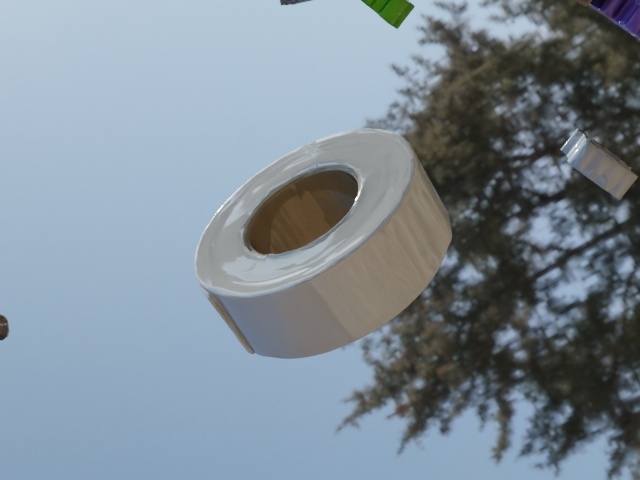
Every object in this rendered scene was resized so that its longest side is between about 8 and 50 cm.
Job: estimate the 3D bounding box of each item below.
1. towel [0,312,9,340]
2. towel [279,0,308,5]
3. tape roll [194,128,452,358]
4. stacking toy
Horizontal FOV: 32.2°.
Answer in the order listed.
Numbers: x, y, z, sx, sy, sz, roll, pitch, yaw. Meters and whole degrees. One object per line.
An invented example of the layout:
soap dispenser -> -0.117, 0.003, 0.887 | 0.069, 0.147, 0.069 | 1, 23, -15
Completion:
towel -> -0.452, 0.046, 1.028 | 0.284, 0.121, 0.235 | 31, 177, 26
towel -> 0.028, -0.460, 1.436 | 0.040, 0.370, 0.271 | -11, -83, -29
tape roll -> 0.000, 0.000, 1.257 | 0.100, 0.286, 0.286 | 57, -155, -31
stacking toy -> 0.139, -0.150, 0.614 | 0.221, 0.167, 0.052 | 37, -165, -2
